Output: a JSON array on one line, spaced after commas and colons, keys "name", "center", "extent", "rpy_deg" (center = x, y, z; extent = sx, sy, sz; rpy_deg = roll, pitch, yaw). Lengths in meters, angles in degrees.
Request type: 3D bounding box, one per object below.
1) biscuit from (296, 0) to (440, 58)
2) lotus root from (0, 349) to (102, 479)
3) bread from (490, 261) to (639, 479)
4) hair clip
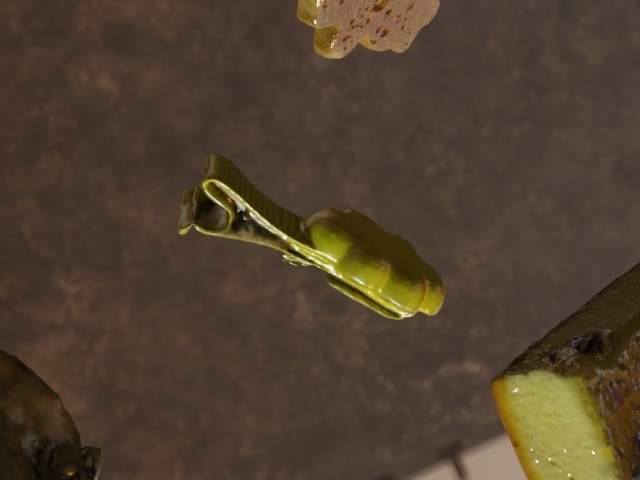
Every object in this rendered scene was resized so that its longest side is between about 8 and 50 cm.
[{"name": "biscuit", "center": [0.053, -0.223, 1.544], "extent": [0.036, 0.166, 0.225], "rpy_deg": [36, -165, 21]}, {"name": "lotus root", "center": [-0.278, 0.185, 1.146], "extent": [0.260, 0.267, 0.149], "rpy_deg": [28, -143, -7]}, {"name": "bread", "center": [0.244, 0.088, 1.280], "extent": [0.361, 0.077, 0.138], "rpy_deg": [-30, -77, -52]}, {"name": "hair clip", "center": [0.000, 0.000, 1.134], "extent": [0.173, 0.046, 0.072], "rpy_deg": [24, -156, -13]}]
